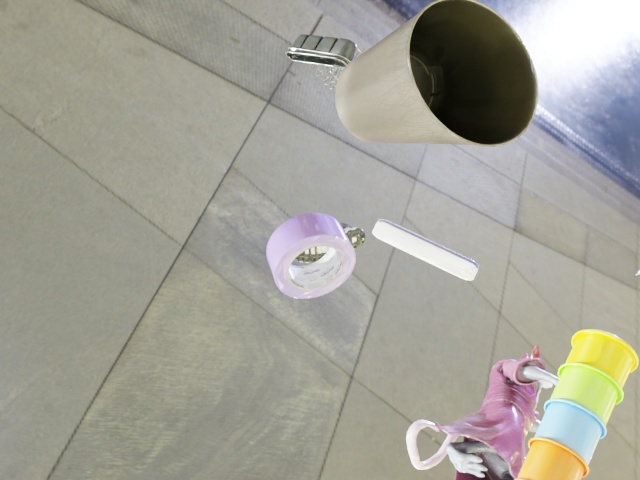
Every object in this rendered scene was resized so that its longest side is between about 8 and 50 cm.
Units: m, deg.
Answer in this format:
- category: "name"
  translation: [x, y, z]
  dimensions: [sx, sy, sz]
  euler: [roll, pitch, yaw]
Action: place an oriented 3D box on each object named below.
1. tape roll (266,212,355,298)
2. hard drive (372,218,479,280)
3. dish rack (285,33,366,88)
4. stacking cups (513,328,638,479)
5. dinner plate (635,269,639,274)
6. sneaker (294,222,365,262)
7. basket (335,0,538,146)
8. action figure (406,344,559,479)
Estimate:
- category: "tape roll"
  translation: [-0.022, 0.036, 1.265]
  dimensions: [0.189, 0.189, 0.080]
  euler: [24, 26, -36]
- category: "hard drive"
  translation: [0.228, 0.023, 1.229]
  dimensions: [0.040, 0.210, 0.318]
  euler: [-64, 169, 2]
- category: "dish rack"
  translation: [0.065, -0.439, 1.476]
  dimensions: [0.271, 0.208, 0.074]
  euler: [28, 87, -51]
- category: "stacking cups"
  translation: [0.331, 0.267, 0.777]
  dimensions: [0.316, 0.096, 0.096]
  euler: [-47, 110, -27]
- category: "dinner plate"
  translation: [0.555, 0.009, 0.888]
  dimensions: [0.141, 0.141, 0.017]
  euler: [-18, 58, -45]
- category: "sneaker"
  translation: [0.000, 0.000, 1.567]
  dimensions: [0.234, 0.106, 0.078]
  euler: [-14, 117, -21]
- category: "basket"
  translation: [0.129, -0.199, 0.745]
  dimensions: [0.204, 0.227, 0.154]
  euler: [23, 85, -27]
- category: "action figure"
  translation: [0.361, 0.350, 1.119]
  dimensions: [0.370, 0.275, 0.248]
  euler: [-53, 140, -46]
